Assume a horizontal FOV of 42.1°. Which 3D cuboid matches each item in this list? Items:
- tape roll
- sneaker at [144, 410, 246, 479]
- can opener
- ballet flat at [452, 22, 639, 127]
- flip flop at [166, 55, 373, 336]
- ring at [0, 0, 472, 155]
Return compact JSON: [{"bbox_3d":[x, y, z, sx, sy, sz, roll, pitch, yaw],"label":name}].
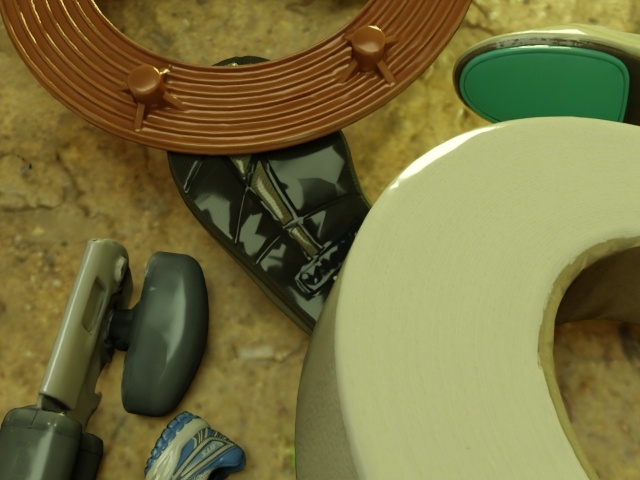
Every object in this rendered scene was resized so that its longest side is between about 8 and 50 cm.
[{"bbox_3d":[0.181,0.097,0.381,0.391,0.072,0.392,11,47,-12],"label":"tape roll"},{"bbox_3d":[-0.085,0.166,0.468,0.058,0.052,0.135,21,67,11],"label":"sneaker"},{"bbox_3d":[-0.134,0.130,0.477,0.095,0.076,0.284,5,64,9],"label":"can opener"},{"bbox_3d":[0.218,-0.109,0.576,0.248,0.086,0.086,11,64,9],"label":"ballet flat"},{"bbox_3d":[0.000,0.000,0.538,0.112,0.080,0.277,-39,81,-14],"label":"flip flop"},{"bbox_3d":[-0.057,-0.214,0.553,0.336,0.032,0.337,-1,69,4],"label":"ring"}]
